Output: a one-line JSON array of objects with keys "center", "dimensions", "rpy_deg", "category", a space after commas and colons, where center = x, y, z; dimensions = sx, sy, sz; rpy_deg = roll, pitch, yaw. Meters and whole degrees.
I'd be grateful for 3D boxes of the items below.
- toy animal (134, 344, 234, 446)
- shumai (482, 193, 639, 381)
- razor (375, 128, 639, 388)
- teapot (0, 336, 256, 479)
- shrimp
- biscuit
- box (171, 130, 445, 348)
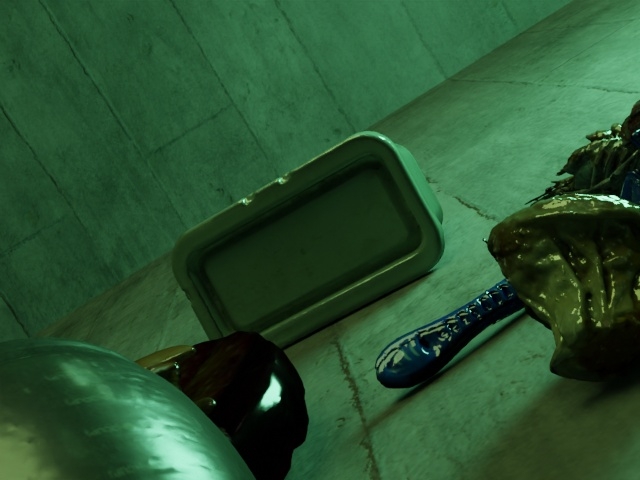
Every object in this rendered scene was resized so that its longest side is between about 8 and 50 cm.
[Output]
[{"center": [-0.122, 0.130, 0.823], "dimensions": [0.179, 0.089, 0.188], "rpy_deg": [-8, 23, 26], "category": "toy animal"}, {"center": [0.180, 0.039, 0.751], "dimensions": [0.145, 0.145, 0.116], "rpy_deg": [-24, 49, 38], "category": "shumai"}, {"center": [0.184, 0.030, 0.948], "dimensions": [0.324, 0.093, 0.056], "rpy_deg": [-36, -30, -2], "category": "razor"}, {"center": [-0.139, 0.172, 0.536], "dimensions": [0.239, 0.321, 0.239], "rpy_deg": [19, 77, 50], "category": "teapot"}, {"center": [0.279, -0.073, 1.089], "dimensions": [0.233, 0.079, 0.090], "rpy_deg": [-32, 21, 49], "category": "shrimp"}, {"center": [-0.180, 0.229, 0.960], "dimensions": [0.407, 0.091, 0.407], "rpy_deg": [-31, 13, 8], "category": "biscuit"}, {"center": [0.000, 0.000, 1.357], "dimensions": [0.312, 0.175, 0.182], "rpy_deg": [-29, 1, 18], "category": "box"}]
